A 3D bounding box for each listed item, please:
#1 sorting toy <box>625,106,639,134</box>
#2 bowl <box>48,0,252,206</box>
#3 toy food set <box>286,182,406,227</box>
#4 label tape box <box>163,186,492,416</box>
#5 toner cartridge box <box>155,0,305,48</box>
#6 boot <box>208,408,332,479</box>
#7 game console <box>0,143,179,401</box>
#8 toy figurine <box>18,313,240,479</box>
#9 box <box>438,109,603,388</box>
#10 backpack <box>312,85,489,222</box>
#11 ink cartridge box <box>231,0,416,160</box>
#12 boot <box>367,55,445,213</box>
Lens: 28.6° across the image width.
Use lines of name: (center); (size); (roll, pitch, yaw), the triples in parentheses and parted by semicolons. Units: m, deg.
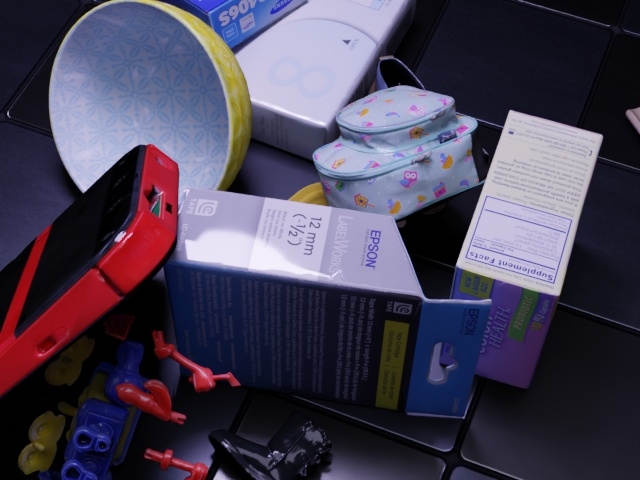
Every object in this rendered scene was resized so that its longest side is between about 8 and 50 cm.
sorting toy: (0.583, -0.103, 1.691); (0.229, 0.041, 0.307); (-18, 57, -13)
bowl: (-0.191, -0.171, 1.625); (0.289, 0.289, 0.156); (32, 28, 20)
toy food set: (0.000, 0.000, 1.600); (0.218, 0.071, 0.128); (-39, 87, -25)
label tape box: (0.009, 0.076, 1.429); (0.347, 0.249, 0.115); (7, 54, 4)
toner cartridge box: (-0.191, -0.401, 1.822); (0.165, 0.075, 0.348); (-36, 49, -20)
boot: (-0.054, 0.234, 1.442); (0.121, 0.045, 0.099); (39, 65, 15)
game console: (-0.291, 0.053, 1.359); (0.342, 0.060, 0.386); (-43, 17, 8)
toy figurine: (-0.223, 0.243, 1.388); (0.191, 0.217, 0.362); (18, 99, -5)
box: (0.237, 0.012, 1.499); (0.117, 0.213, 0.243); (17, 56, 10)
backpack: (0.087, -0.100, 1.527); (0.188, 0.144, 0.166); (-32, 29, -17)
ink cartridge box: (-0.097, -0.301, 1.793); (0.385, 0.091, 0.308); (22, 57, 13)
boot: (0.111, -0.142, 1.672); (0.082, 0.106, 0.219); (-17, 56, -12)
